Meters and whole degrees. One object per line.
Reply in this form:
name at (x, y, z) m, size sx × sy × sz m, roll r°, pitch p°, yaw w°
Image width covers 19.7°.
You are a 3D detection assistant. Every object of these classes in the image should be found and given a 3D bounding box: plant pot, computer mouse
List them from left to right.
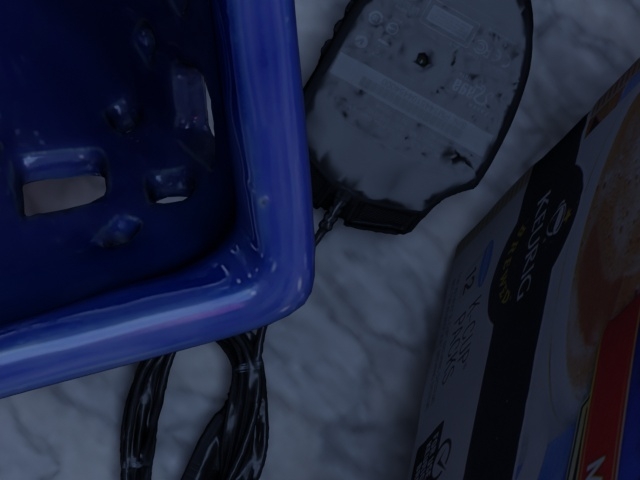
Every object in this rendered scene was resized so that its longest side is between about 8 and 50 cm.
plant pot at (-0.147, -0.094, 0.495) m, size 0.236 × 0.212 × 0.236 m, roll -13°, pitch 117°, yaw -13°
computer mouse at (0.000, 0.000, 0.645) m, size 0.071 × 0.041 × 0.242 m, roll 32°, pitch 89°, yaw -2°

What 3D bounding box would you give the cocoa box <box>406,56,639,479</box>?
cocoa box at (0.158, 0.117, 0.503) m, size 0.231 × 0.228 × 0.347 m, roll 25°, pitch 51°, yaw -11°
